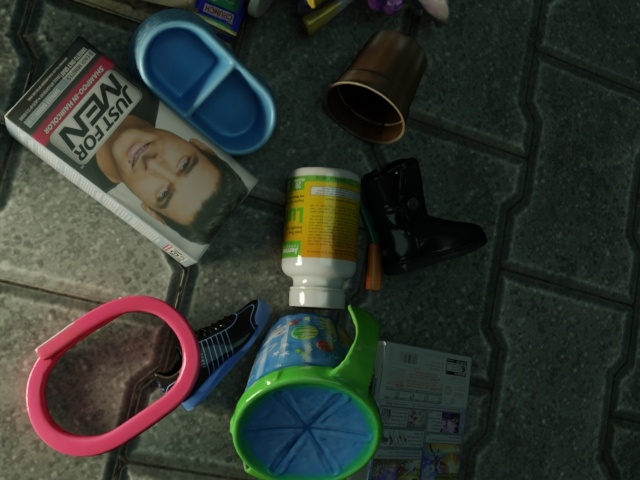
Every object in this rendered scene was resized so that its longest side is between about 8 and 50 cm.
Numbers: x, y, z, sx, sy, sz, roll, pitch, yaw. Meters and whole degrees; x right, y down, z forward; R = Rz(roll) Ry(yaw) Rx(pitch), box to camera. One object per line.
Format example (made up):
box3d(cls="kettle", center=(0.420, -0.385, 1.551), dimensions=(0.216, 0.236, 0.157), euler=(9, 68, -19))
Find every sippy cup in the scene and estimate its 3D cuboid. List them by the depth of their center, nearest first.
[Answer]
box3d(cls="sippy cup", center=(-0.022, 0.245, 1.227), dimensions=(0.305, 0.224, 0.240), euler=(-18, 120, 9))

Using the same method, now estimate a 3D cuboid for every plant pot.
box3d(cls="plant pot", center=(0.117, -0.300, 1.407), dimensions=(0.167, 0.167, 0.165), euler=(35, 66, -14))

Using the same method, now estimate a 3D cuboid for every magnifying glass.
box3d(cls="magnifying glass", center=(0.110, -0.018, 1.437), dimensions=(0.092, 0.026, 0.231), euler=(8, 82, -20))

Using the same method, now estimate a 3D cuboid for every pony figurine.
box3d(cls="pony figurine", center=(0.114, -0.521, 1.358), dimensions=(0.363, 0.351, 0.303), euler=(-30, 91, -2))

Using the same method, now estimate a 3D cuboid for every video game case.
box3d(cls="video game case", center=(0.167, 0.318, 1.350), dimensions=(0.269, 0.061, 0.244), euler=(17, 76, -43))

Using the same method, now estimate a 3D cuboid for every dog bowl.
box3d(cls="dog bowl", center=(-0.195, -0.264, 1.274), dimensions=(0.166, 0.074, 0.297), euler=(-47, 114, 2))

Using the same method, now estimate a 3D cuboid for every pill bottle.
box3d(cls="pill bottle", center=(0.000, 0.000, 1.332), dimensions=(0.136, 0.136, 0.245), euler=(6, 81, -20))

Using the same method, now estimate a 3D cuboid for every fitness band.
box3d(cls="fitness band", center=(-0.334, 0.216, 1.191), dimensions=(0.291, 0.054, 0.209), euler=(-34, 87, -8))

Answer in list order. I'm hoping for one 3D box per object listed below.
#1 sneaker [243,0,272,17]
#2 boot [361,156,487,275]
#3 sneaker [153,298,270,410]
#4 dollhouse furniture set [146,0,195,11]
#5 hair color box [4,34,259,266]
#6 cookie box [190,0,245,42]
box3d(cls="sneaker", center=(-0.128, -0.514, 1.349), dimensions=(0.121, 0.079, 0.217), euler=(20, 74, 4))
box3d(cls="boot", center=(0.203, -0.061, 1.422), dimensions=(0.246, 0.094, 0.207), euler=(-16, 98, -24))
box3d(cls="sneaker", center=(-0.185, 0.178, 1.272), dimensions=(0.090, 0.081, 0.232), euler=(45, 72, -18))
box3d(cls="dollhouse furniture set", center=(-0.279, -0.532, 1.253), dimensions=(0.161, 0.212, 0.242), euler=(8, 108, -18))
box3d(cls="hair color box", center=(-0.312, -0.142, 1.243), dimensions=(0.374, 0.113, 0.185), euler=(39, 72, -14))
box3d(cls="cookie box", center=(-0.185, -0.436, 1.363), dimensions=(0.092, 0.040, 0.107), euler=(22, 77, -19))
